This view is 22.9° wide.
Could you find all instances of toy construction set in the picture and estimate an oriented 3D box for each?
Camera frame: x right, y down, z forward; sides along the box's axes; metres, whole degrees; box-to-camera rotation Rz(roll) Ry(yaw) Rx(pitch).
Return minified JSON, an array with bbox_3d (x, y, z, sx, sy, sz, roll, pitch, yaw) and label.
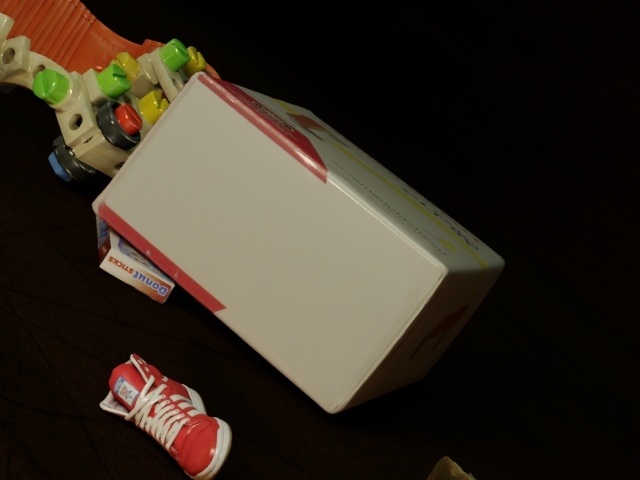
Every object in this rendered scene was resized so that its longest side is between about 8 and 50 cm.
[{"bbox_3d":[-0.215,-0.137,1.560,0.327,0.151,0.215,12,46,-46],"label":"toy construction set"}]

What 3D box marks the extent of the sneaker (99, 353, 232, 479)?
[{"bbox_3d":[-0.100,0.111,1.004,0.067,0.042,0.118,33,1,-25],"label":"sneaker"}]

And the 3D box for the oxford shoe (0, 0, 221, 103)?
[{"bbox_3d":[-0.281,-0.189,1.826,0.363,0.130,0.133,28,-24,11],"label":"oxford shoe"}]

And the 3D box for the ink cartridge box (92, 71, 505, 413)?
[{"bbox_3d":[0.000,0.000,1.478,0.279,0.160,0.384,39,8,11],"label":"ink cartridge box"}]

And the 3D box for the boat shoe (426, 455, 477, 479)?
[{"bbox_3d":[0.115,0.206,1.196,0.049,0.056,0.152,26,10,-10],"label":"boat shoe"}]

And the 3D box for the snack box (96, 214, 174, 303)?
[{"bbox_3d":[-0.165,0.005,1.395,0.064,0.022,0.178,33,9,-16],"label":"snack box"}]
